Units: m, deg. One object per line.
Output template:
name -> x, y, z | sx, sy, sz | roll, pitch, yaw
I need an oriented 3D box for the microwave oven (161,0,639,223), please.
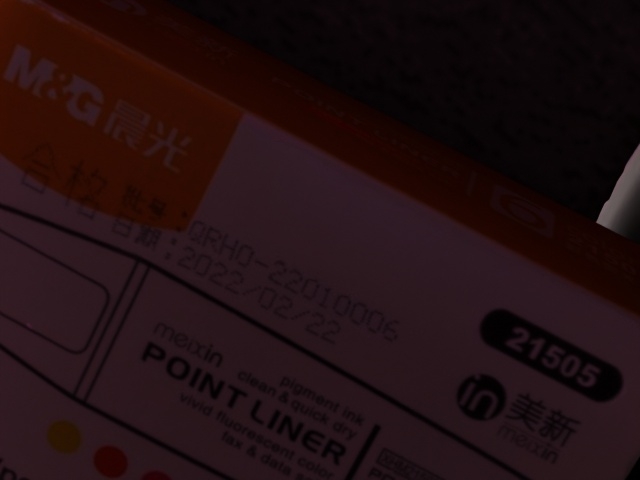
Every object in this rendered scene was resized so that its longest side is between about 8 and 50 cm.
microwave oven -> -0.025, -0.102, 0.727 | 0.236, 0.374, 0.432 | -61, -5, -67

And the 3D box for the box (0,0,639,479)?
box -> -0.031, 0.050, 0.603 | 0.221, 0.274, 0.091 | -65, -2, 20
